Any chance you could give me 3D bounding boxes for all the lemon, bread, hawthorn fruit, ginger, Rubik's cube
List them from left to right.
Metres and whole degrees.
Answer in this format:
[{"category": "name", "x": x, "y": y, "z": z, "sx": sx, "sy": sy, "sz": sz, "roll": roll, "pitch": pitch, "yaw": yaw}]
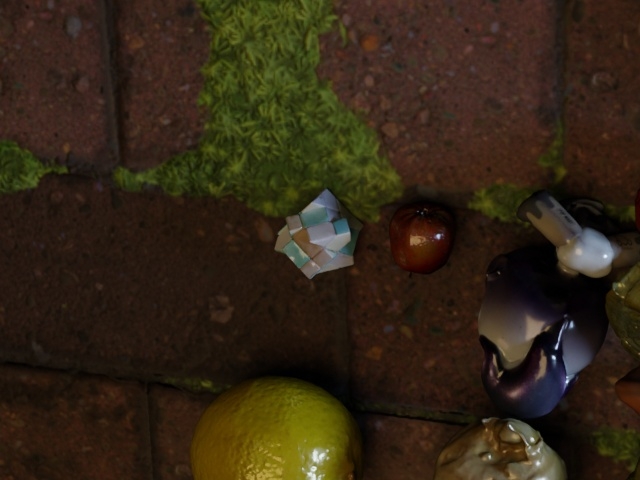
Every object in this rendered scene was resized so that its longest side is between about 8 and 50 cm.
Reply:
[{"category": "lemon", "x": -0.049, "y": 0.234, "z": 2.040, "sx": 0.203, "sy": 0.178, "sz": 0.178, "roll": 16, "pitch": 115, "yaw": 29}, {"category": "Rubik's cube", "x": 0.000, "y": -0.003, "z": 1.988, "sx": 0.084, "sy": 0.073, "sz": 0.075, "roll": 32, "pitch": 119, "yaw": 10}, {"category": "hawthorn fruit", "x": 0.105, "y": -0.001, "z": 1.949, "sx": 0.077, "sy": 0.077, "sz": 0.077, "roll": 8, "pitch": 112, "yaw": 20}, {"category": "ginger", "x": 0.188, "y": 0.277, "z": 1.955, "sx": 0.138, "sy": 0.152, "sz": 0.267, "roll": 27, "pitch": 157, "yaw": 26}, {"category": "bread", "x": 0.344, "y": 0.083, "z": 1.805, "sx": 0.156, "sy": 0.064, "sz": 0.117, "roll": 24, "pitch": 154, "yaw": 43}]

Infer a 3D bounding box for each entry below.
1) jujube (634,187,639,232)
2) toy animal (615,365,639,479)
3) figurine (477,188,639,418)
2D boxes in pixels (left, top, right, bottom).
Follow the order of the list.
[{"category": "jujube", "x": 0.382, "y": -0.001, "z": 1.819, "sx": 0.176, "sy": 0.109, "sz": 0.112, "roll": 51, "pitch": 156, "yaw": -11}, {"category": "toy animal", "x": 0.404, "y": 0.293, "z": 1.867, "sx": 0.216, "sy": 0.191, "sz": 0.338, "roll": -6, "pitch": 107, "yaw": 23}, {"category": "figurine", "x": 0.233, "y": 0.075, "z": 1.890, "sx": 0.145, "sy": 0.145, "sz": 0.222, "roll": 28, "pitch": 116, "yaw": 10}]
